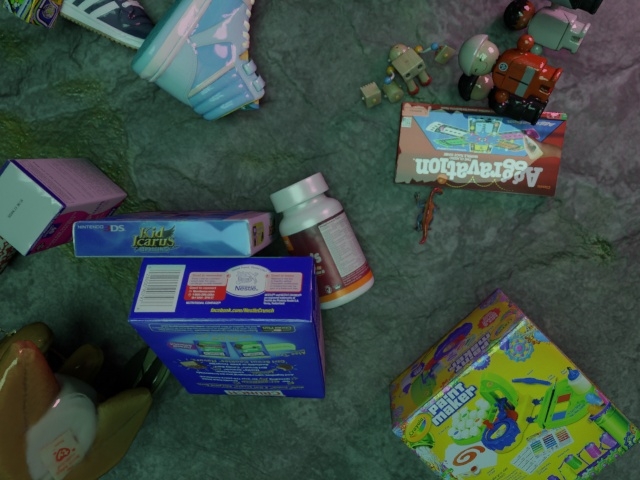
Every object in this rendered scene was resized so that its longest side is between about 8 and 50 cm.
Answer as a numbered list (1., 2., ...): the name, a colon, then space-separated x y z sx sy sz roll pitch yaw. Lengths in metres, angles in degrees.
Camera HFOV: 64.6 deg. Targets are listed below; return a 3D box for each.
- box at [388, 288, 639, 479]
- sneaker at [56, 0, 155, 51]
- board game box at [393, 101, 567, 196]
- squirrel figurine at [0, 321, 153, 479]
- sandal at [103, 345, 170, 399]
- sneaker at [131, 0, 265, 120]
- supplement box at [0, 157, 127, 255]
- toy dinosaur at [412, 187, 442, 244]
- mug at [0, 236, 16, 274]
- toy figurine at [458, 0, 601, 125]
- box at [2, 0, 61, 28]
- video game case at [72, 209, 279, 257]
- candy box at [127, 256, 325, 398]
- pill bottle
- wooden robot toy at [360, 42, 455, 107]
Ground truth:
1. box: 0.322 0.297 0.896 0.279 0.177 0.290 45 101 -4
2. sneaker: -0.359 -0.431 0.869 0.282 0.099 0.153 27 103 3
3. board game box: 0.277 -0.160 0.895 0.281 0.027 0.145 5 101 4
4. squirrel figurine: -0.561 0.338 0.894 0.370 0.281 0.397 10 73 37
5. sandal: -0.392 0.344 1.011 0.303 0.086 0.120 -46 56 0
6. sneaker: -0.148 -0.346 0.867 0.208 0.127 0.319 40 79 -31
7. supplement box: -0.456 -0.068 0.881 0.114 0.220 0.111 42 102 -4
8. toy dinosaur: 0.198 -0.051 0.904 0.047 0.090 0.082 4 133 -11
9. mug: -0.624 -0.030 0.977 0.113 0.150 0.169 25 109 -36
10. toy figurine: 0.312 -0.303 0.778 0.148 0.213 0.210 29 98 16
11. box: -0.444 -0.436 0.811 0.059 0.054 0.169 32 109 9
12. video game case: -0.222 -0.017 0.855 0.269 0.244 0.061 0 96 5
13. candy box: -0.130 0.158 0.854 0.268 0.122 0.317 0 143 4
14. pill bottle: 0.000 0.000 0.901 0.121 0.121 0.221 -24 97 9
15. wooden robot toy: 0.140 -0.299 0.876 0.173 0.076 0.079 -34 60 10
